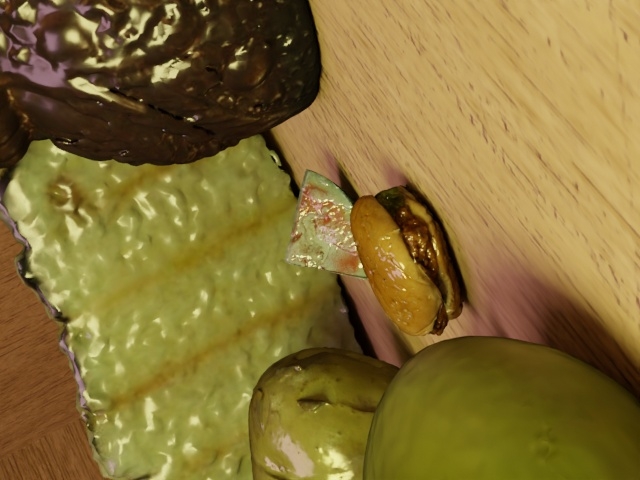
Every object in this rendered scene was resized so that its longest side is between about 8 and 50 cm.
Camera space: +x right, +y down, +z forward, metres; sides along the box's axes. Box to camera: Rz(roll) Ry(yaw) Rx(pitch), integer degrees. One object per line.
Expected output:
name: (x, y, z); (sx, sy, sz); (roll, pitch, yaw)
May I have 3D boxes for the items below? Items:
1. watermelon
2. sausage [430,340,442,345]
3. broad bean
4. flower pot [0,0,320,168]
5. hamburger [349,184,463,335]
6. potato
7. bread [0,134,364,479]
watermelon: (0.000, 0.000, 0.862); (0.085, 0.061, 0.085); (52, 158, 31)
sausage: (0.114, 0.177, 0.699); (0.274, 0.074, 0.074); (65, 171, -14)
broad bean: (0.111, 0.171, 0.535); (0.291, 0.119, 0.238); (57, 161, 29)
flower pot: (-0.174, -0.142, 0.784); (0.266, 0.267, 0.266); (59, 170, 18)
hamburger: (0.046, 0.012, 0.705); (0.076, 0.044, 0.083); (48, 160, 55)
potato: (0.043, 0.185, 0.924); (0.248, 0.143, 0.169); (59, -151, -4)
bread: (-0.129, 0.033, 1.123); (0.395, 0.239, 0.264); (68, 170, -15)
